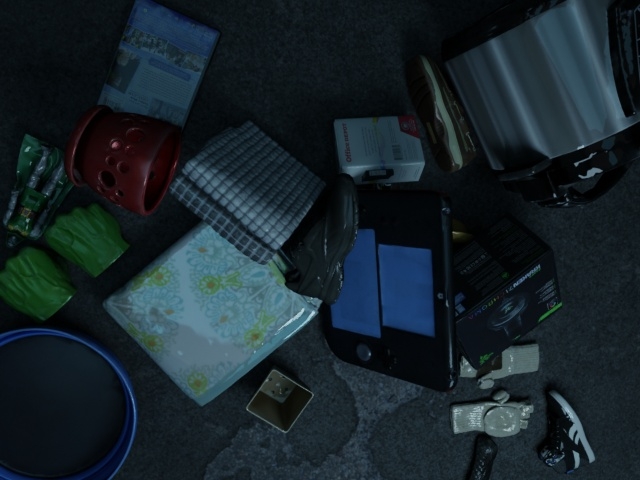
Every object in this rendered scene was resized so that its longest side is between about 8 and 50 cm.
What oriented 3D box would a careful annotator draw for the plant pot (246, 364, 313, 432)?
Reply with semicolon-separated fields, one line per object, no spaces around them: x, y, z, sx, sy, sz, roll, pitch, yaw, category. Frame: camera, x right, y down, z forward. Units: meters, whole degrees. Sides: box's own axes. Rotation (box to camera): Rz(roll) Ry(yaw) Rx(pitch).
-0.093;0.341;1.291;0.109;0.096;0.109;34;93;-10;plant pot

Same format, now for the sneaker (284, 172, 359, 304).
0.000;0.000;1.135;0.130;0.109;0.286;11;115;-6;sneaker

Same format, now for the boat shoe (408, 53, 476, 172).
0.268;-0.280;1.240;0.095;0.095;0.257;-25;107;-16;boat shoe

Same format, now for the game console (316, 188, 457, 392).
0.124;0.087;1.169;0.060;0.342;0.386;-12;103;-37;game console

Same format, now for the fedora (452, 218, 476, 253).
0.262;0.003;1.267;0.194;0.194;0.079;12;58;-8;fedora

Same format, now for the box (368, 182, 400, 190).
0.140;-0.112;1.264;0.062;0.052;0.083;-6;99;-5;box

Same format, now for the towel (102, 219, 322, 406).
-0.224;0.135;1.251;0.374;0.090;0.320;-39;98;1;towel

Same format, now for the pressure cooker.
0.475;-0.282;1.120;0.370;0.375;0.420;-24;101;14;pressure cooker

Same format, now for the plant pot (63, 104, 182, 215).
-0.388;-0.166;1.136;0.174;0.191;0.191;23;96;-1;plant pot

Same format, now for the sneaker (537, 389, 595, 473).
0.570;0.477;1.391;0.121;0.079;0.216;-31;102;-2;sneaker

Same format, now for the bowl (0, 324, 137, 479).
-0.581;0.361;1.206;0.391;0.077;0.390;-1;98;-7;bowl

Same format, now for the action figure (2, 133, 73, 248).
-0.591;-0.084;1.190;0.137;0.063;0.232;27;99;-13;action figure

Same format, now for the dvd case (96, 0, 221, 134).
-0.334;-0.350;1.191;0.180;0.022;0.253;22;96;-10;dvd case

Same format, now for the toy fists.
-0.540;0.037;1.197;0.279;0.096;0.142;-40;111;0;toy fists

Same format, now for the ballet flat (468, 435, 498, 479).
0.388;0.560;1.412;0.058;0.049;0.173;8;104;-40;ballet flat

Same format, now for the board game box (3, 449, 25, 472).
-0.621;0.414;1.272;0.194;0.045;0.146;-23;101;-2;board game box

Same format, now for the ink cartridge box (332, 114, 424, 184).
0.117;-0.190;1.211;0.175;0.072;0.127;-4;64;-5;ink cartridge box

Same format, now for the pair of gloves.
0.420;0.358;1.376;0.204;0.042;0.240;4;100;-7;pair of gloves

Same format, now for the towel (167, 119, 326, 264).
-0.139;-0.101;1.133;0.235;0.283;0.121;39;120;-6;towel

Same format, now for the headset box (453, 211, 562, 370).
0.366;0.121;1.228;0.246;0.131;0.283;-37;140;0;headset box
